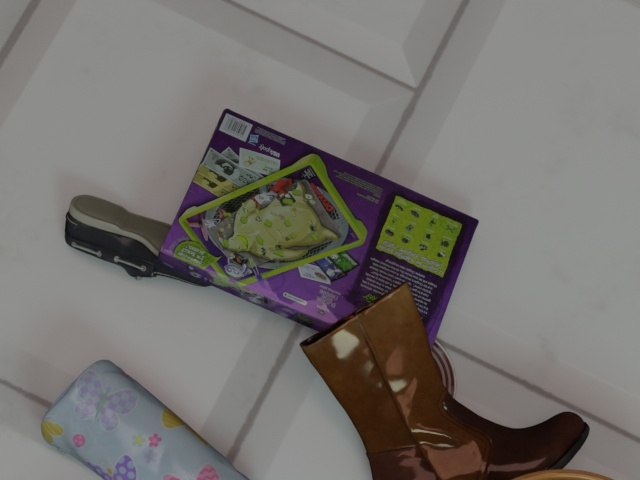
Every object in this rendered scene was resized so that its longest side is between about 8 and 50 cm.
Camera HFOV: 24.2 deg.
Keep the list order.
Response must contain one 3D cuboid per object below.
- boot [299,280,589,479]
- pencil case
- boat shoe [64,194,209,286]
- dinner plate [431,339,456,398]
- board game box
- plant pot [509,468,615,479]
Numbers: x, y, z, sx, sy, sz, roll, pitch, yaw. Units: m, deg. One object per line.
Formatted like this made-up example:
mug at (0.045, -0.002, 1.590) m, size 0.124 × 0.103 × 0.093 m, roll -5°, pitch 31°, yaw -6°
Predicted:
boot at (0.150, 0.177, 1.759) m, size 0.264 × 0.096 × 0.280 m, roll -26°, pitch 94°, yaw 4°
pencil case at (-0.197, 0.261, 1.741) m, size 0.273 × 0.113 × 0.124 m, roll 38°, pitch 87°, yaw 8°
boat shoe at (-0.221, 0.013, 1.846) m, size 0.206 × 0.075 × 0.065 m, roll 25°, pitch 118°, yaw -1°
dinner plate at (0.095, 0.174, 1.825) m, size 0.141 × 0.017 × 0.141 m, roll 0°, pitch 75°, yaw -1°
board game box at (0.000, 0.000, 1.822) m, size 0.347 × 0.056 × 0.208 m, roll 24°, pitch 64°, yaw -3°
plant pot at (0.256, 0.412, 1.670) m, size 0.291 × 0.203 × 0.291 m, roll 1°, pitch 75°, yaw -3°
